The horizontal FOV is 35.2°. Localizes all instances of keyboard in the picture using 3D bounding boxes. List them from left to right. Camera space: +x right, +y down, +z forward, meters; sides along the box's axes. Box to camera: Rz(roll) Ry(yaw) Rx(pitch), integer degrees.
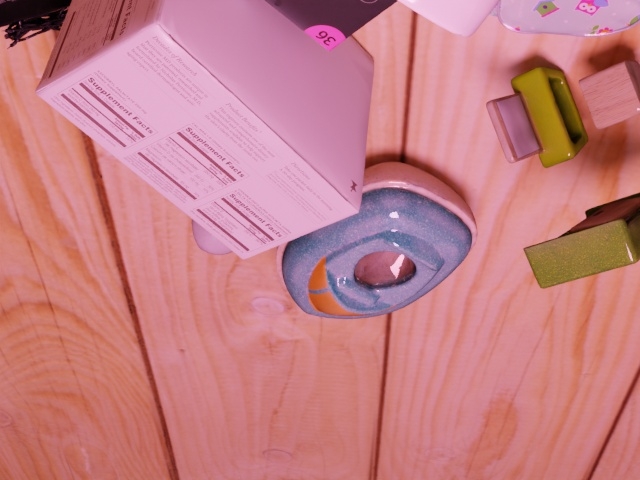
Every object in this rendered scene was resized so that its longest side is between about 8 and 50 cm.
[{"bbox_3d":[-0.297,-0.241,0.982,0.192,0.038,0.100,-9,116,21],"label":"keyboard"}]

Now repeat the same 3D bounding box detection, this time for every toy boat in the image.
[{"bbox_3d":[0.000,0.000,1.140,0.318,0.148,0.267,25,139,-23],"label":"toy boat"}]

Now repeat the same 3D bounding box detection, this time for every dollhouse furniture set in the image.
[{"bbox_3d":[0.314,-0.105,0.876,0.301,0.151,0.198,-21,91,38],"label":"dollhouse furniture set"}]

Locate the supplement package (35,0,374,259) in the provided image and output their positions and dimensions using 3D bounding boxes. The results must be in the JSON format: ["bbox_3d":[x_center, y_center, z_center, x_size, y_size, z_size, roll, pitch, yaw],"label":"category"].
[{"bbox_3d":[-0.087,-0.150,0.916,0.145,0.204,0.262,-21,134,32],"label":"supplement package"}]

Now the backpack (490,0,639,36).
[{"bbox_3d":[0.221,-0.250,0.797,0.188,0.144,0.166,-1,137,5],"label":"backpack"}]

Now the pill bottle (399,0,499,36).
[{"bbox_3d":[0.138,-0.301,0.616,0.187,0.188,0.334,28,113,-25],"label":"pill bottle"}]

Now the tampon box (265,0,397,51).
[{"bbox_3d":[0.023,-0.262,0.840,0.120,0.102,0.161,33,135,-29],"label":"tampon box"}]
